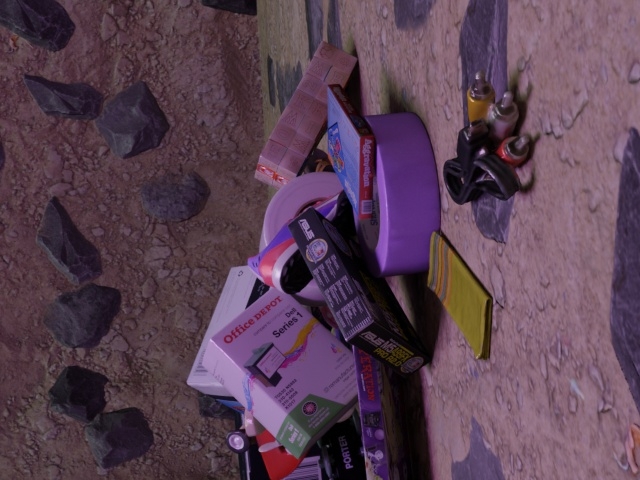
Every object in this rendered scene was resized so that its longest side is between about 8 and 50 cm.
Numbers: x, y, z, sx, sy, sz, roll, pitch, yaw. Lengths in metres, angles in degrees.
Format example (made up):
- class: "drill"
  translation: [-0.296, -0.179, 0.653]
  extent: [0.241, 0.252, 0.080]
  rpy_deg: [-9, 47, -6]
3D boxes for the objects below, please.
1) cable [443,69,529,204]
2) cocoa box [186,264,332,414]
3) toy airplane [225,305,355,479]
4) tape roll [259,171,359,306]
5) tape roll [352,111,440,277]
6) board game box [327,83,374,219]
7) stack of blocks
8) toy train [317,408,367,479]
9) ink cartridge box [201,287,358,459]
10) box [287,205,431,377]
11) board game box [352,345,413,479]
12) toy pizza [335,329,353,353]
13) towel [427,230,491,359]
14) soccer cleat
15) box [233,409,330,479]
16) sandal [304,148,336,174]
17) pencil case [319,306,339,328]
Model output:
- class: "cable"
  translation: [0.214, -0.095, 1.165]
  extent: [0.139, 0.072, 0.287]
  rpy_deg: [63, 177, 17]
- class: "cocoa box"
  translation: [-0.139, 0.259, 2.366]
  extent: [0.231, 0.228, 0.347]
  rpy_deg: [-8, 55, 46]
- class: "toy airplane"
  translation: [-0.049, 0.312, 2.040]
  extent: [0.384, 0.272, 0.386]
  rpy_deg: [73, -147, -58]
- class: "tape roll"
  translation: [0.000, 0.000, 1.879]
  extent: [0.169, 0.246, 0.246]
  rpy_deg: [111, 152, -71]
- class: "tape roll"
  translation: [0.121, -0.077, 1.560]
  extent: [0.275, 0.090, 0.275]
  rpy_deg: [173, 90, -80]
- class: "board game box"
  translation: [0.049, -0.160, 1.586]
  extent: [0.281, 0.027, 0.145]
  rpy_deg: [-111, 20, -62]
- class: "stack of blocks"
  translation: [-0.033, -0.249, 1.946]
  extent: [0.297, 0.087, 0.171]
  rpy_deg: [-63, -1, -19]
- class: "toy train"
  translation: [0.071, 0.544, 2.182]
  extent: [0.334, 0.142, 0.190]
  rpy_deg: [-108, 3, -46]
- class: "ink cartridge box"
  translation: [-0.066, 0.253, 1.814]
  extent: [0.278, 0.201, 0.117]
  rpy_deg: [42, 146, 14]
- class: "box"
  translation: [0.067, 0.090, 1.588]
  extent: [0.216, 0.060, 0.270]
  rpy_deg: [38, -162, -49]
- class: "board game box"
  translation: [0.120, 0.333, 1.721]
  extent: [0.208, 0.056, 0.347]
  rpy_deg: [-2, -95, -78]
- class: "toy pizza"
  translation: [0.071, 0.257, 2.268]
  extent: [0.201, 0.032, 0.201]
  rpy_deg: [173, 90, -81]
- class: "towel"
  translation: [0.202, 0.076, 1.363]
  extent: [0.237, 0.021, 0.102]
  rpy_deg: [-115, 20, -64]
- class: "soccer cleat"
  translation: [-0.005, -0.030, 1.750]
  extent: [0.116, 0.318, 0.109]
  rpy_deg: [22, 146, 39]
- class: "box"
  translation: [-0.099, 0.614, 2.738]
  extent: [0.472, 0.297, 0.480]
  rpy_deg: [-134, 38, -73]
- class: "sandal"
  translation: [0.014, -0.148, 2.215]
  extent: [0.060, 0.090, 0.219]
  rpy_deg: [117, 152, -43]
- class: "pencil case"
  translation: [0.034, 0.092, 2.129]
  extent: [0.284, 0.124, 0.124]
  rpy_deg: [-112, 18, -64]
